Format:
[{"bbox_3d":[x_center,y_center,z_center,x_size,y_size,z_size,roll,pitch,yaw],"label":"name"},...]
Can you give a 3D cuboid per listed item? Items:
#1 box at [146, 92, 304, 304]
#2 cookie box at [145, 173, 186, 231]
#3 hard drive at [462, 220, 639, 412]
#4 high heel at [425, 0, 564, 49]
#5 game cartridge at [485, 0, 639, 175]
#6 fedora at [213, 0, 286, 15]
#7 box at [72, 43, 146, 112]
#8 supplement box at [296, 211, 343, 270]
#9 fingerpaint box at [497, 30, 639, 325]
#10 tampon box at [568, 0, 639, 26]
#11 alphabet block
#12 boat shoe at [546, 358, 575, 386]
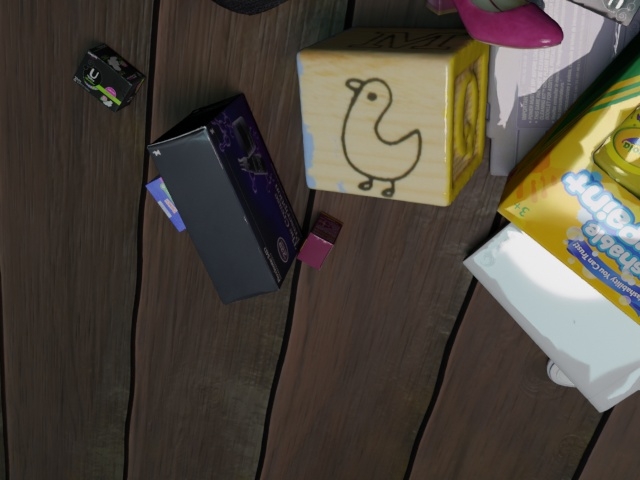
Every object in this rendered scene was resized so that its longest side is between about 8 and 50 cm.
[{"bbox_3d":[-0.131,-0.065,1.070,0.103,0.184,0.261,-15,112,21],"label":"box"},{"bbox_3d":[-0.217,-0.077,1.128,0.040,0.107,0.092,-26,107,24],"label":"cookie box"},{"bbox_3d":[0.390,0.081,1.048,0.307,0.040,0.203,48,114,3],"label":"hard drive"},{"bbox_3d":[0.206,-0.313,0.851,0.082,0.244,0.117,-14,128,-18],"label":"high heel"},{"bbox_3d":[0.338,-0.255,0.929,0.230,0.068,0.355,5,117,16],"label":"game cartridge"},{"bbox_3d":[-0.094,-0.386,0.877,0.334,0.334,0.152,-27,140,24],"label":"fedora"},{"bbox_3d":[-0.328,-0.252,1.101,0.083,0.052,0.062,39,119,-5],"label":"box"},{"bbox_3d":[0.000,0.000,1.126,0.043,0.083,0.055,29,118,-2],"label":"supplement box"},{"bbox_3d":[0.505,-0.048,0.835,0.445,0.163,0.371,40,119,1],"label":"fingerpaint box"},{"bbox_3d":[0.329,-0.346,0.796,0.120,0.101,0.161,25,120,2],"label":"tampon box"},{"bbox_3d":[0.102,-0.172,0.932,0.197,0.193,0.192,8,120,24],"label":"alphabet block"},{"bbox_3d":[0.471,0.197,1.109,0.226,0.076,0.083,-16,111,21],"label":"boat shoe"}]
